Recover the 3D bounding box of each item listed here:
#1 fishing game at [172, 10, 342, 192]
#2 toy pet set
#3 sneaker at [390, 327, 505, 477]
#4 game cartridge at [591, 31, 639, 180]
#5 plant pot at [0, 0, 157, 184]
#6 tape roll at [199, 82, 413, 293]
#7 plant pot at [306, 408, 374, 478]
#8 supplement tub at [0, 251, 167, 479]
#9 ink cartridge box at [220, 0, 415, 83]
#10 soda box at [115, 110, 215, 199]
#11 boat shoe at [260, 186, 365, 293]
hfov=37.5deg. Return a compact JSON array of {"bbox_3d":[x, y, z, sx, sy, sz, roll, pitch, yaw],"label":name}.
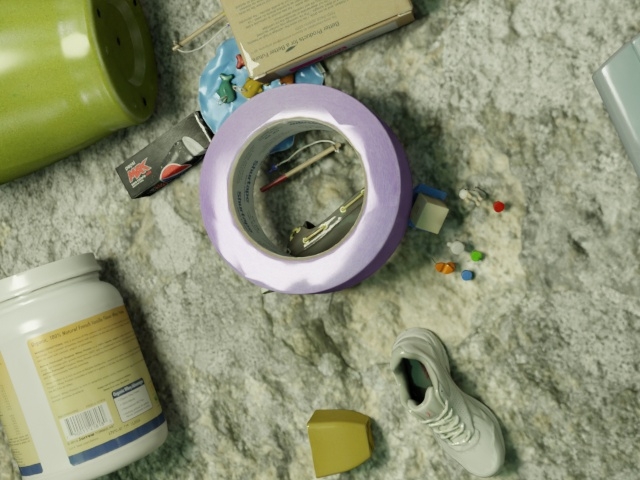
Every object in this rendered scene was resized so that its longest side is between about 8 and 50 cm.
[{"bbox_3d":[-0.086,-0.214,1.343,0.189,0.041,0.264,-29,87,8],"label":"fishing game"},{"bbox_3d":[0.170,-0.024,1.287,0.114,0.065,0.122,17,110,-17],"label":"toy pet set"},{"bbox_3d":[0.161,0.233,1.283,0.090,0.115,0.232,-40,82,22],"label":"sneaker"},{"bbox_3d":[0.492,-0.201,1.127,0.297,0.062,0.198,-26,92,23],"label":"game cartridge"},{"bbox_3d":[-0.438,-0.251,1.351,0.352,0.366,0.367,-10,94,11],"label":"plant pot"},{"bbox_3d":[-0.019,-0.065,1.256,0.274,0.090,0.275,-1,87,17],"label":"tape roll"},{"bbox_3d":[0.033,0.289,1.365,0.083,0.081,0.082,-10,94,10],"label":"plant pot"},{"bbox_3d":[-0.386,0.196,1.435,0.228,0.228,0.316,-19,90,23],"label":"supplement tub"},{"bbox_3d":[-0.014,-0.343,1.264,0.234,0.088,0.193,-21,90,10],"label":"ink cartridge box"},{"bbox_3d":[-0.225,-0.128,1.419,0.169,0.053,0.060,-32,85,23],"label":"soda box"},{"bbox_3d":[0.000,0.000,1.337,0.227,0.081,0.069,-31,83,15],"label":"boat shoe"}]
